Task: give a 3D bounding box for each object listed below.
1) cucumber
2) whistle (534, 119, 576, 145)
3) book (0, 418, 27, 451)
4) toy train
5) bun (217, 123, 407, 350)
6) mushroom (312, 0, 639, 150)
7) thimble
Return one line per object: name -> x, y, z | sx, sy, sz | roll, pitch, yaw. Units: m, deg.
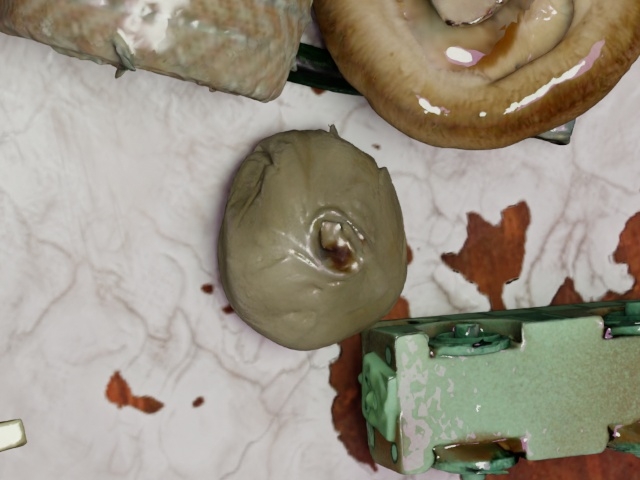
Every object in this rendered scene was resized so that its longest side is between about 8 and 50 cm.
cucumber -> 0.005, -0.137, 1.583 | 0.184, 0.033, 0.036 | 9, 107, -20
whistle -> 0.200, -0.242, 1.628 | 0.057, 0.068, 0.326 | 1, 97, -63
book -> -0.326, 0.162, 1.346 | 0.217, 0.310, 0.021 | -15, 88, -18
toy train -> 0.184, 0.117, 1.614 | 0.326, 0.159, 0.129 | -5, 95, -16
bun -> 0.000, 0.000, 1.552 | 0.166, 0.113, 0.173 | -34, 109, -14
mushroom -> 0.128, -0.203, 1.540 | 0.278, 0.146, 0.278 | -2, 77, 8
thimble -> -0.120, -0.188, 1.448 | 0.229, 0.196, 0.148 | 12, 95, -51
